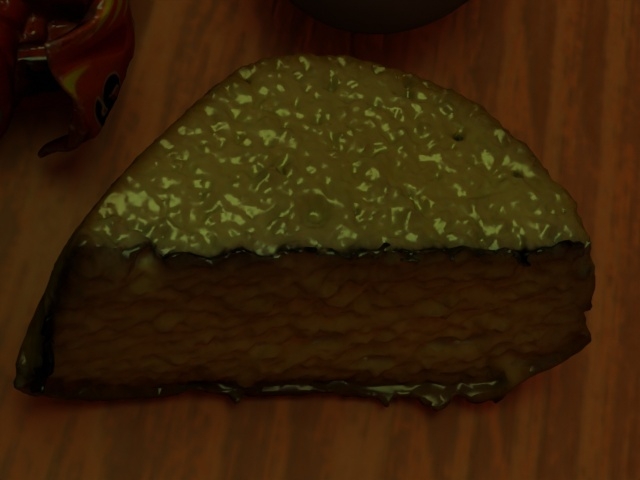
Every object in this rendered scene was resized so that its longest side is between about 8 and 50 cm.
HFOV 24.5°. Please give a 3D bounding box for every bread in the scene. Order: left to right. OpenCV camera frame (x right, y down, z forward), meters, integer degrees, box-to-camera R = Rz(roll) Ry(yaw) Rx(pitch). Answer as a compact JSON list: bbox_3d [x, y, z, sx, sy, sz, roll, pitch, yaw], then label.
[{"bbox_3d":[-0.007,-0.007,0.657,0.260,0.129,0.134,-2,54,-18],"label":"bread"}]

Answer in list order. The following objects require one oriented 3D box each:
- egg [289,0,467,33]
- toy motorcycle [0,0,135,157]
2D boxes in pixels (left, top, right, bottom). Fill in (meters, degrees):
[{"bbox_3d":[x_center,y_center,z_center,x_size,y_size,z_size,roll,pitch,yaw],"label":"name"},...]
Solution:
[{"bbox_3d":[0.042,-0.193,0.768,0.146,0.146,0.198,32,52,5],"label":"egg"},{"bbox_3d":[-0.197,-0.092,0.674,0.298,0.089,0.171,-24,67,-27],"label":"toy motorcycle"}]
